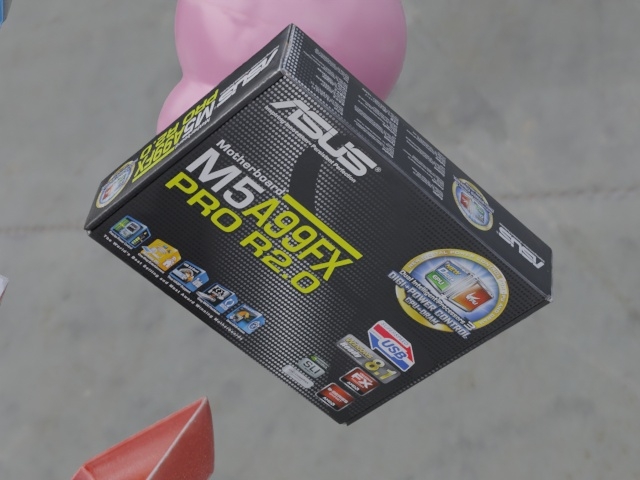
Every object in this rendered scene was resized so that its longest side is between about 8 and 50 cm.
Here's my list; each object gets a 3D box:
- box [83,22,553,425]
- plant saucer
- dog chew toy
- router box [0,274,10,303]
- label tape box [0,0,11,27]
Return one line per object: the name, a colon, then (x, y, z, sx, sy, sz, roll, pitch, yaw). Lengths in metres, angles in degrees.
box: (0.000, 0.000, 1.138, 0.216, 0.270, 0.060, -34, 28, 33)
plant saucer: (-0.190, 0.253, 1.190, 0.258, 0.048, 0.259, -33, 18, 55)
dog chew toy: (-0.051, -0.104, 1.397, 0.206, 0.206, 0.332, 23, 98, 40)
router box: (-0.525, 0.090, 1.602, 0.335, 0.082, 0.301, 24, 37, -5)
label tape box: (-0.470, -0.397, 1.863, 0.115, 0.249, 0.347, -146, 73, -83)
